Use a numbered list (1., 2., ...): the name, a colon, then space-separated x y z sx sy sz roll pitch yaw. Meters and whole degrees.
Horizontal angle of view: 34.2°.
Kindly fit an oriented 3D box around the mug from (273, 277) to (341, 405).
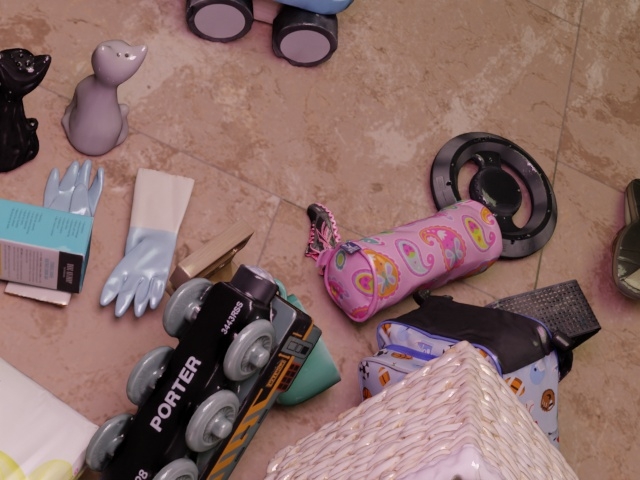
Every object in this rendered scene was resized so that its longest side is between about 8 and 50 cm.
1. mug: -0.053 0.138 1.356 0.097 0.129 0.158 -29 77 -6

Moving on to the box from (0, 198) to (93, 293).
1. box: -0.408 -0.005 1.279 0.244 0.100 0.060 12 57 -9

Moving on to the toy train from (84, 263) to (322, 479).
1. toy train: -0.130 0.186 1.200 0.142 0.190 0.334 30 90 28

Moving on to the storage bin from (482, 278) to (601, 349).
1. storage bin: 0.303 0.133 1.526 0.180 0.122 0.084 -13 68 -30

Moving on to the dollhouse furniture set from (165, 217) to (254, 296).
1. dollhouse furniture set: -0.113 0.070 1.357 0.123 0.151 0.144 48 56 6

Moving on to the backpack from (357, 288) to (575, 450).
1. backpack: 0.186 0.225 1.332 0.213 0.276 0.263 -27 112 -26

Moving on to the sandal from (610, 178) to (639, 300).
1. sandal: 0.540 0.008 1.738 0.120 0.086 0.303 30 39 1

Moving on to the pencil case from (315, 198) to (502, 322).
1. pencil case: 0.132 0.023 1.498 0.284 0.124 0.124 -18 70 -37

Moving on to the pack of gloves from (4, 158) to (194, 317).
1. pack of gloves: -0.289 0.001 1.395 0.195 0.046 0.232 12 57 -1

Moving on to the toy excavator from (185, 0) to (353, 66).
1. toy excavator: -0.099 -0.509 1.515 0.433 0.445 0.222 12 57 -18

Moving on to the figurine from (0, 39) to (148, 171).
1. figurine: -0.340 -0.190 1.367 0.215 0.209 0.092 -13 69 -30

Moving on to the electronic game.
1. electronic game: 0.282 -0.075 1.682 0.229 0.048 0.229 11 60 -19

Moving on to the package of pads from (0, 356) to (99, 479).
1. package of pads: -0.411 0.266 1.139 0.229 0.101 0.296 36 54 -1

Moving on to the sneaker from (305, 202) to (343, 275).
1. sneaker: 0.000 0.000 1.519 0.057 0.047 0.119 -17 69 -19

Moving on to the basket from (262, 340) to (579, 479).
1. basket: 0.127 0.347 1.112 0.331 0.328 0.266 51 21 -12
